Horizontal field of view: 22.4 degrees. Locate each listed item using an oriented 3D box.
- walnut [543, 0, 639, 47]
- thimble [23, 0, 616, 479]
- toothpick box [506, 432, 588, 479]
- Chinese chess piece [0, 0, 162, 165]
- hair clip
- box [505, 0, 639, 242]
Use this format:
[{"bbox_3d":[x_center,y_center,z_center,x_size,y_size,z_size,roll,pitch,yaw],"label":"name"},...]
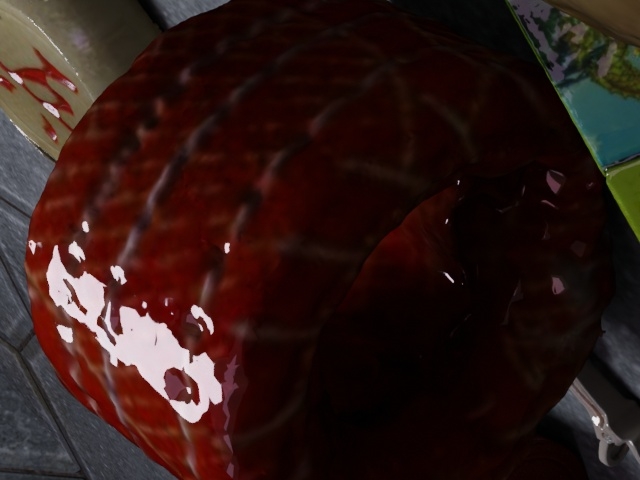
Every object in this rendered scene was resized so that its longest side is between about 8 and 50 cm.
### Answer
[{"bbox_3d":[0.160,-0.219,0.426,0.381,0.381,0.381,40,155,23],"label":"walnut"},{"bbox_3d":[0.008,0.020,1.044,0.230,0.350,0.350,31,150,38],"label":"thimble"},{"bbox_3d":[0.048,0.206,1.427,0.333,0.204,0.204,26,148,45],"label":"toothpick box"},{"bbox_3d":[-0.231,-0.166,1.497,0.249,0.103,0.250,38,155,22],"label":"Chinese chess piece"},{"bbox_3d":[0.181,0.083,1.211,0.226,0.034,0.072,53,158,-5],"label":"hair clip"},{"bbox_3d":[0.178,-0.137,0.756,0.187,0.047,0.335,-22,111,31],"label":"box"}]
